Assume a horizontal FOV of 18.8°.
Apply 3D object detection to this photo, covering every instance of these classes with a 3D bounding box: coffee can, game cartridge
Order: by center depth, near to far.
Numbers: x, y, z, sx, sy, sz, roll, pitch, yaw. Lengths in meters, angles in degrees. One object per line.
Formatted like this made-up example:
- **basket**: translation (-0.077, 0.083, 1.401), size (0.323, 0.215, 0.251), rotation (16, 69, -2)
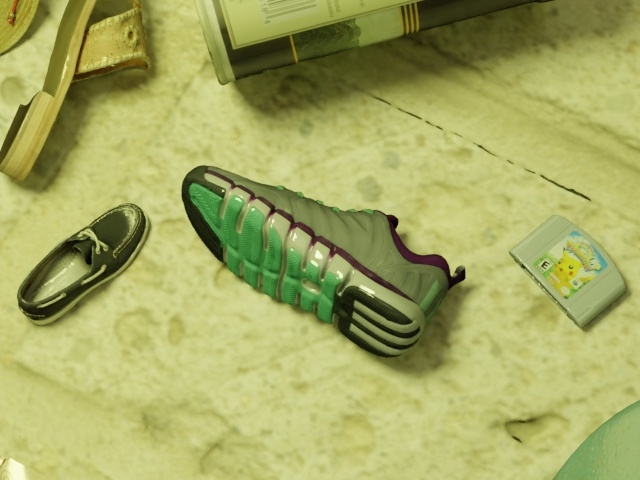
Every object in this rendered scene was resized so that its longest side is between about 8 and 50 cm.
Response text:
- **game cartridge**: translation (0.192, 0.021, 1.478), size (0.056, 0.017, 0.083), rotation (-38, 69, -13)
- **coffee can**: translation (0.028, -0.252, 1.504), size (0.275, 0.201, 0.202), rotation (-14, 67, 0)

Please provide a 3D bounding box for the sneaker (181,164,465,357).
- **sneaker**: translation (0.000, 0.000, 1.487), size (0.223, 0.083, 0.098), rotation (35, 52, 15)

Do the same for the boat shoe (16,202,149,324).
- **boat shoe**: translation (-0.187, 0.013, 1.507), size (0.125, 0.038, 0.046), rotation (-40, 70, -10)

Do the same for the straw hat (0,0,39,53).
- **straw hat**: translation (-0.306, -0.213, 1.596), size (0.144, 0.144, 0.061), rotation (-20, 29, -2)

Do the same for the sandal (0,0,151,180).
- **sandal**: translation (-0.178, -0.147, 1.566), size (0.079, 0.088, 0.240), rotation (27, 78, -17)

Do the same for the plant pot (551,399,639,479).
- **plant pot**: translation (0.273, 0.232, 1.246), size (0.252, 0.248, 0.247), rotation (-11, 59, 48)

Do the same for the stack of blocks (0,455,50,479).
- **stack of blocks**: translation (-0.175, 0.285, 1.369), size (0.297, 0.087, 0.171), rotation (28, 73, 16)
